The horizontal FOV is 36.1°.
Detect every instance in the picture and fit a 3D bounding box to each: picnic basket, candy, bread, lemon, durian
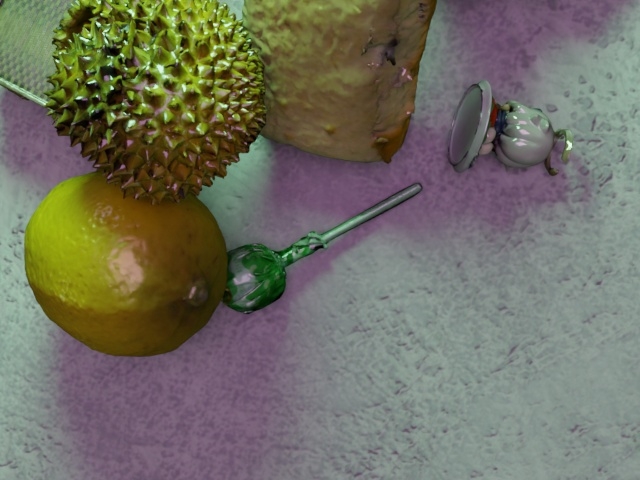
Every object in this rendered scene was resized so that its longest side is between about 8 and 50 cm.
[{"bbox_3d":[-0.323,-0.246,1.343,0.266,0.139,0.165,27,93,3],"label":"picnic basket"},{"bbox_3d":[-0.001,-0.002,1.368,0.323,0.097,0.097,-29,89,-5],"label":"candy"},{"bbox_3d":[0.025,-0.275,1.222,0.236,0.165,0.375,17,135,7],"label":"bread"},{"bbox_3d":[-0.258,0.025,1.284,0.319,0.245,0.245,19,92,40],"label":"lemon"},{"bbox_3d":[-0.201,-0.188,1.151,0.258,0.258,0.293,-37,48,3],"label":"durian"}]

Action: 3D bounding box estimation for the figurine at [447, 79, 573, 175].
[{"bbox_3d":[0.264,-0.136,1.330,0.153,0.132,0.132,14,92,-11],"label":"figurine"}]
